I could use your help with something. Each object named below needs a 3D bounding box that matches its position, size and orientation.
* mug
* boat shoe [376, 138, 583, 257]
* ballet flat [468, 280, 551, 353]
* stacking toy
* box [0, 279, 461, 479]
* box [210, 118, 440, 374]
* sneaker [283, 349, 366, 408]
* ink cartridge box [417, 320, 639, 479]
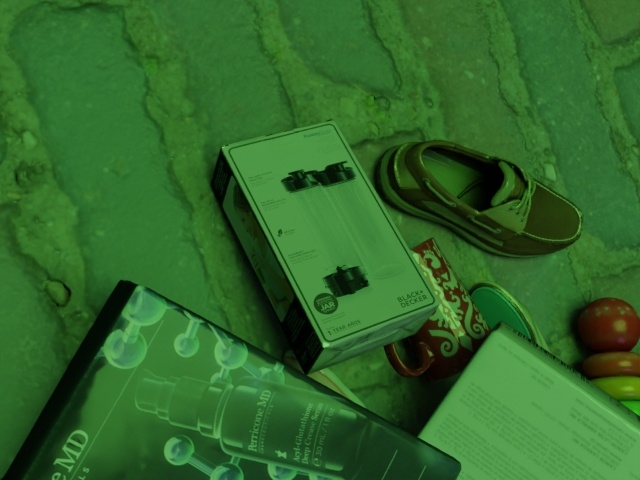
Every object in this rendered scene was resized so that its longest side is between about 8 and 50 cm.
[{"bbox_3d":[0.145,0.093,1.131,0.169,0.113,0.150,62,28,3],"label":"mug"},{"bbox_3d":[0.240,-0.058,1.208,0.324,0.120,0.122,15,74,-20],"label":"boat shoe"},{"bbox_3d":[0.289,0.158,1.214,0.086,0.086,0.248,-31,94,-26],"label":"ballet flat"},{"bbox_3d":[0.431,0.243,1.226,0.141,0.141,0.330,7,73,-22],"label":"stacking toy"},{"bbox_3d":[-0.107,0.261,0.912,0.396,0.212,0.293,31,80,-14],"label":"box"},{"bbox_3d":[0.000,0.000,1.059,0.169,0.087,0.290,-18,67,-26],"label":"box"},{"bbox_3d":[-0.006,0.202,1.082,0.134,0.051,0.070,44,60,-14],"label":"sneaker"},{"bbox_3d":[0.234,0.340,1.033,0.308,0.091,0.385,36,102,12],"label":"ink cartridge box"}]
